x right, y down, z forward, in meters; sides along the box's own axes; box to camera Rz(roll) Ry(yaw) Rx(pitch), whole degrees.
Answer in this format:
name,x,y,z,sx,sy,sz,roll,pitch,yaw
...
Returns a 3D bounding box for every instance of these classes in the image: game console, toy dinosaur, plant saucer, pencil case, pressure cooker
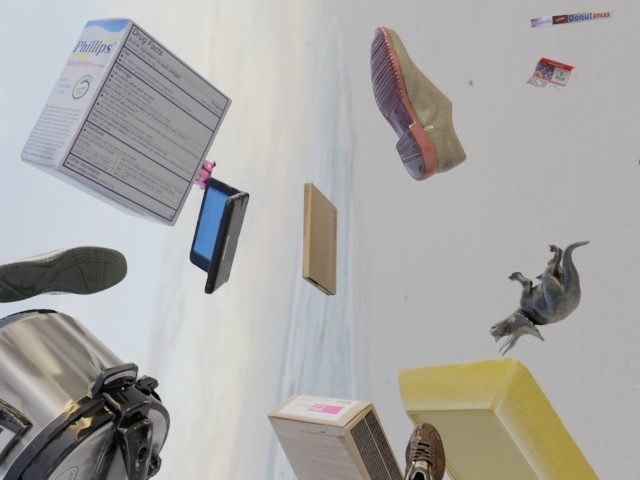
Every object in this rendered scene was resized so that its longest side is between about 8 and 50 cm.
name,x,y,z,sx,sy,sz,roll,pitch,yaw
game console,-0.139,-0.009,0.783,0.107,0.071,0.122,-50,-24,-75
toy dinosaur,0.489,0.113,1.320,0.313,0.121,0.160,-50,38,46
plant saucer,0.319,0.392,1.205,0.081,0.332,0.333,-41,10,-35
pencil case,-0.391,-0.207,1.673,0.095,0.209,0.098,-61,22,26
pressure cooker,-0.505,0.377,1.230,0.375,0.420,0.370,-44,-25,-26

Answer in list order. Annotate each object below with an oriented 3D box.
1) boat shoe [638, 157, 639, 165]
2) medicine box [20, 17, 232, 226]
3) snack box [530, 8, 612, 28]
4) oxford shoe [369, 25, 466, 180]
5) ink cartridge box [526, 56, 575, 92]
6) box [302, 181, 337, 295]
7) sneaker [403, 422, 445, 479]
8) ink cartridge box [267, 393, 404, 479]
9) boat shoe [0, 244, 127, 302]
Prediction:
name,x,y,z,sx,sy,sz,roll,pitch,yaw
boat shoe,0.510,-0.121,0.894,0.046,0.125,0.038,70,154,19
medicine box,-0.348,-0.212,1.161,0.263,0.149,0.289,33,-104,-49
snack box,0.551,-0.486,1.374,0.064,0.178,0.022,24,124,62
oxford shoe,0.204,-0.301,1.346,0.123,0.130,0.348,145,107,-72
ink cartridge box,0.413,-0.297,1.128,0.115,0.063,0.029,-22,-48,-80
box,0.000,0.000,1.307,0.164,0.021,0.201,41,-132,-63
sneaker,0.163,0.358,0.974,0.188,0.066,0.071,-74,-12,-46
ink cartridge box,0.029,0.403,1.199,0.235,0.088,0.193,-10,106,49
boat shoe,-0.615,0.074,1.458,0.103,0.320,0.118,11,109,53
